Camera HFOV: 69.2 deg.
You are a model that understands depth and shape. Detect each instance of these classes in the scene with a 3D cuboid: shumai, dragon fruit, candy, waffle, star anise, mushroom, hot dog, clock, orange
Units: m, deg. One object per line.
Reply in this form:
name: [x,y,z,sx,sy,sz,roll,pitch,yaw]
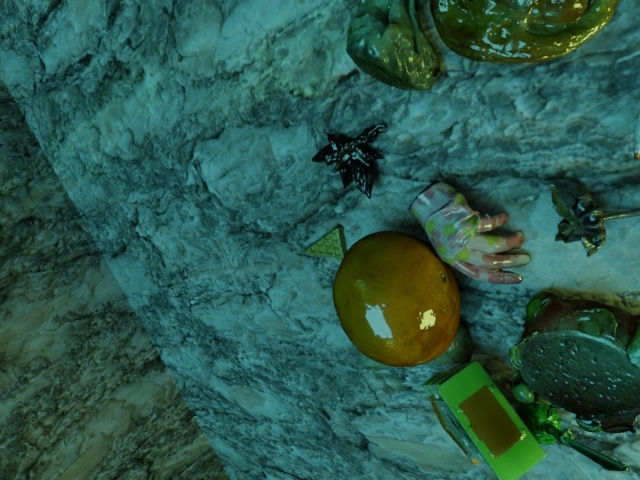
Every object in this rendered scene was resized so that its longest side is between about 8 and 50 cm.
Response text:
shumai: [0.135,-0.347,0.795,0.184,0.184,0.142,29,104,24]
dragon fruit: [0.482,0.221,0.840,0.268,0.130,0.295,54,138,-2]
candy: [0.475,0.381,0.889,0.097,0.097,0.323,51,173,2]
waffle: [0.000,0.000,1.202,0.152,0.023,0.098,7,120,40]
star anise: [0.488,-0.077,0.717,0.227,0.218,0.148,-17,72,7]
mushroom: [0.217,0.271,1.145,0.123,0.095,0.351,44,143,-17]
hot dog: [0.274,-0.345,0.652,0.258,0.114,0.175,21,131,31]
clock: [0.341,0.396,1.042,0.220,0.106,0.255,56,171,15]
orange: [0.158,0.114,0.948,0.226,0.284,0.284,-27,98,35]
star anise: [0.072,-0.168,0.999,0.212,0.053,0.157,1,117,39]

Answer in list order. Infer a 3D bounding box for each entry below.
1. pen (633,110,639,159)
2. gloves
pen: [0.463,-0.214,0.637,0.026,0.026,0.218,18,128,33]
gloves: [0.281,0.000,0.882,0.241,0.126,0.145,50,134,15]
